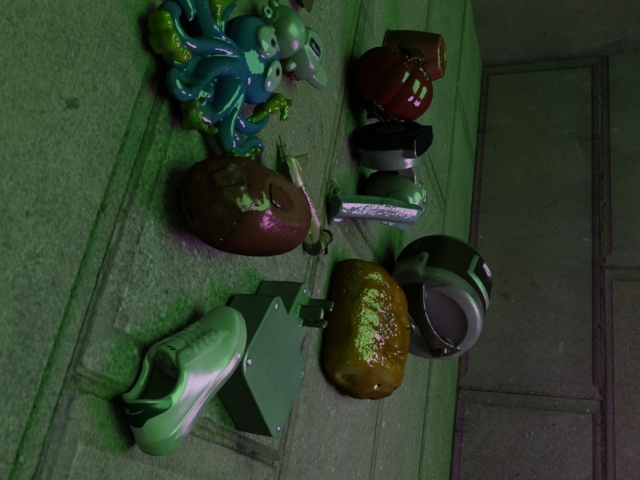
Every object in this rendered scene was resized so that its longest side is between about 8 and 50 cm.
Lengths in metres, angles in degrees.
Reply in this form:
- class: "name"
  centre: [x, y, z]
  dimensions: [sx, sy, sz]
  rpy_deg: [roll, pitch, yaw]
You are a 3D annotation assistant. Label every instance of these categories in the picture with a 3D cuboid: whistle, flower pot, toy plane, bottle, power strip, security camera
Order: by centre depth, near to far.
- class: "power strip"
  centre: [-0.074, 0.190, 1.210]
  dimensions: [0.261, 0.141, 0.229]
  rpy_deg: [-65, 149, -42]
- class: "whistle"
  centre: [-0.050, -0.373, 1.308]
  dimensions: [0.101, 0.106, 0.253]
  rpy_deg: [-56, 146, -1]
- class: "toy plane"
  centre: [-0.048, -0.077, 1.310]
  dimensions: [0.228, 0.093, 0.244]
  rpy_deg: [-108, -173, -45]
- class: "bottle"
  centre: [0.000, -0.002, 1.515]
  dimensions: [0.101, 0.047, 0.063]
  rpy_deg: [-39, 135, -66]
- class: "security camera"
  centre: [0.199, -0.174, 1.834]
  dimensions: [0.197, 0.191, 0.277]
  rpy_deg: [-45, 133, -56]
- class: "flower pot"
  centre: [0.302, -0.572, 2.120]
  dimensions: [0.191, 0.173, 0.190]
  rpy_deg: [1, 90, -71]

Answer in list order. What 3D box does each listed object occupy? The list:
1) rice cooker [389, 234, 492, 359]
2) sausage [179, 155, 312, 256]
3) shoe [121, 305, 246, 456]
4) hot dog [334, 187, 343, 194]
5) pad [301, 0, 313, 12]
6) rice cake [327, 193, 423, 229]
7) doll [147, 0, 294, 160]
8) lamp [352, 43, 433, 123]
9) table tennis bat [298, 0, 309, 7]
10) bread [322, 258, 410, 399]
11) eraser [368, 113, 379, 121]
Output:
- class: "rice cooker"
  centre: [0.351, 0.171, 2.052]
  dimensions: [0.325, 0.336, 0.334]
  rpy_deg: [-56, 141, -54]
- class: "sausage"
  centre: [-0.115, -0.050, 1.076]
  dimensions: [0.280, 0.152, 0.151]
  rpy_deg: [16, 75, -67]
- class: "shoe"
  centre: [-0.190, 0.171, 0.965]
  dimensions: [0.264, 0.095, 0.110]
  rpy_deg: [-65, 147, -43]
- class: "hot dog"
  centre: [0.046, -0.088, 1.668]
  dimensions: [0.037, 0.021, 0.083]
  rpy_deg: [-6, 94, -68]
- class: "pad"
  centre: [-0.034, -0.629, 1.444]
  dimensions: [0.176, 0.002, 0.266]
  rpy_deg: [61, 31, -47]
- class: "rice cake"
  centre: [0.136, -0.071, 1.694]
  dimensions: [0.291, 0.051, 0.081]
  rpy_deg: [3, 119, -36]
- class: "doll"
  centre: [-0.141, -0.287, 1.074]
  dimensions: [0.341, 0.099, 0.345]
  rpy_deg: [-55, 136, -56]
- class: "lamp"
  centre: [0.196, -0.417, 1.779]
  dimensions: [0.227, 0.227, 0.226]
  rpy_deg: [0, 90, -69]
- class: "table tennis bat"
  centre: [-0.075, -0.570, 1.354]
  dimensions: [0.246, 0.022, 0.138]
  rpy_deg: [54, 40, -55]
- class: "bread"
  centre: [0.129, 0.226, 1.711]
  dimensions: [0.328, 0.148, 0.336]
  rpy_deg: [54, 41, -57]
- class: "eraser"
  centre: [0.170, -0.383, 1.926]
  dimensions: [0.027, 0.063, 0.084]
  rpy_deg: [39, 55, -66]
